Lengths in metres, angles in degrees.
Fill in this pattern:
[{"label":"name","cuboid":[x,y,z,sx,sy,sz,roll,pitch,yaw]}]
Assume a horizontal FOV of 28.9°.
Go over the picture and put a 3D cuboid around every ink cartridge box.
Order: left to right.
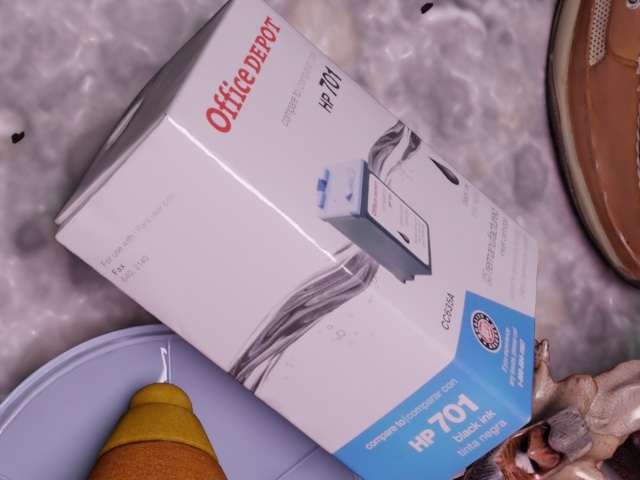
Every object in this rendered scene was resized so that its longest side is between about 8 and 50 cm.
[{"label":"ink cartridge box","cuboid":[0.000,0.000,0.538,0.191,0.082,0.139,41,31,-16]}]

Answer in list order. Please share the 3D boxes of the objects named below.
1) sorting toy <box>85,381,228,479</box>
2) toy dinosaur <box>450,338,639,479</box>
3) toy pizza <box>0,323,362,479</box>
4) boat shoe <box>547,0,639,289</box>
[{"label":"sorting toy","cuboid":[0.035,0.153,0.538,0.365,0.127,0.126,23,46,-30]},{"label":"toy dinosaur","cuboid":[0.185,0.098,0.616,0.200,0.127,0.296,-34,131,14]},{"label":"toy pizza","cuboid":[-0.068,0.137,0.538,0.201,0.032,0.201,3,84,-30]},{"label":"boat shoe","cuboid":[0.201,-0.134,0.664,0.123,0.120,0.324,4,80,-24]}]
